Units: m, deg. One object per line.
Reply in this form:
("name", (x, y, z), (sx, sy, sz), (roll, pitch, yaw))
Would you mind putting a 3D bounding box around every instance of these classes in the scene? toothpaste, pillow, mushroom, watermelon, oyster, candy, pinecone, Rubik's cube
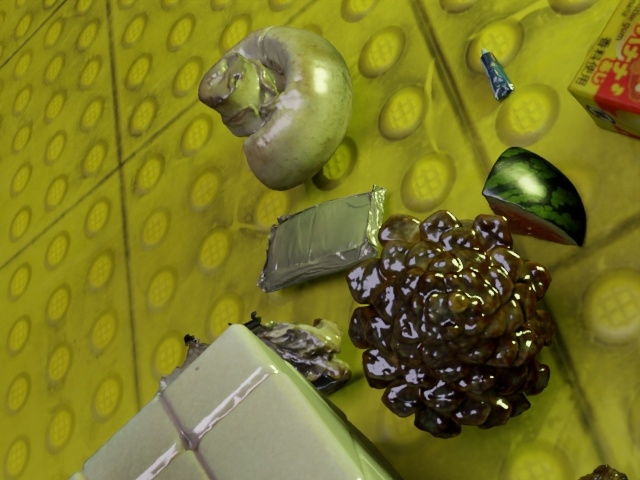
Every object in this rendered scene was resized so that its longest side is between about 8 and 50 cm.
("toothpaste", (0.223, -0.215, 1.082), (0.027, 0.019, 0.083), (-25, 57, 12))
("pillow", (0.000, 0.000, 1.155), (0.208, 0.053, 0.119), (-18, 55, 37))
("mushroom", (-0.054, -0.217, 1.215), (0.189, 0.195, 0.253), (-39, 51, 17))
("watermelon", (0.238, -0.047, 0.960), (0.135, 0.125, 0.094), (-69, 2, -49))
("oyster", (-0.111, 0.192, 1.109), (0.337, 0.133, 0.198), (-35, 47, 22))
("candy", (0.401, -0.156, 0.835), (0.276, 0.088, 0.146), (34, 93, 46))
("pinecone", (0.137, 0.088, 0.878), (0.202, 0.201, 0.229), (13, 82, 42))
("Rubik's cube", (-0.045, 0.334, 0.792), (0.316, 0.322, 0.319), (-44, 44, -2))

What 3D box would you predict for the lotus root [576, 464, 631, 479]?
("lotus root", (0.248, 0.328, 0.733), (0.110, 0.097, 0.258), (-2, 76, 50))
